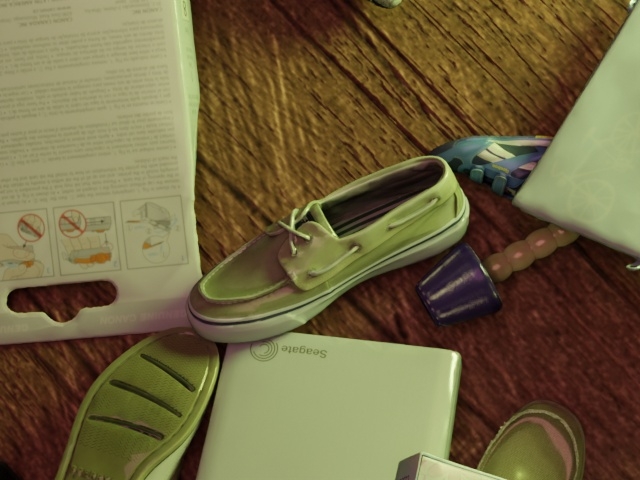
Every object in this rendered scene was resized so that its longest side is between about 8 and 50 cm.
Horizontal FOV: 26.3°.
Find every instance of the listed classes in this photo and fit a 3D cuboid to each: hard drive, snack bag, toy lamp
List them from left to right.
[{"bbox_3d":[-0.006,0.258,1.284,0.233,0.047,0.353,6,62,12],"label":"hard drive"},{"bbox_3d":[0.223,-0.001,1.350,0.275,0.080,0.080,-28,76,-2],"label":"toy lamp"},{"bbox_3d":[0.383,-0.094,1.269,0.343,0.037,0.323,24,76,34],"label":"snack bag"}]

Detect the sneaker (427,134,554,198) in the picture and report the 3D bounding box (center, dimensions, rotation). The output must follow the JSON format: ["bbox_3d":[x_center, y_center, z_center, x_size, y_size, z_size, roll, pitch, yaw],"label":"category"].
[{"bbox_3d":[0.179,-0.073,1.381,0.144,0.053,0.059,0,81,9],"label":"sneaker"}]

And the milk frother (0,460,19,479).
[{"bbox_3d":[-0.316,0.277,1.329,0.143,0.135,0.129,-14,91,6],"label":"milk frother"}]

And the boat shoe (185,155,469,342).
[{"bbox_3d":[0.000,0.000,1.354,0.302,0.094,0.109,-26,47,-4],"label":"boat shoe"}]

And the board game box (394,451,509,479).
[{"bbox_3d":[0.187,0.380,1.178,0.319,0.066,0.318,19,69,-11],"label":"board game box"}]

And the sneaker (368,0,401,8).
[{"bbox_3d":[0.046,-0.366,1.436,0.153,0.094,0.235,-41,66,7],"label":"sneaker"}]

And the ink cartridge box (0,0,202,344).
[{"bbox_3d":[-0.279,-0.090,1.448,0.308,0.091,0.384,-5,95,6],"label":"ink cartridge box"}]

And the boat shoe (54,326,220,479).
[{"bbox_3d":[-0.193,0.224,1.343,0.113,0.103,0.302,25,66,16],"label":"boat shoe"}]

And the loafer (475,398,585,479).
[{"bbox_3d":[0.173,0.275,1.289,0.102,0.092,0.268,24,83,11],"label":"loafer"}]
